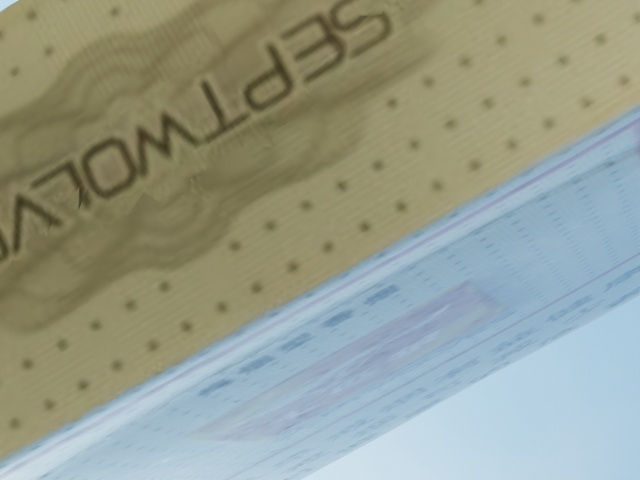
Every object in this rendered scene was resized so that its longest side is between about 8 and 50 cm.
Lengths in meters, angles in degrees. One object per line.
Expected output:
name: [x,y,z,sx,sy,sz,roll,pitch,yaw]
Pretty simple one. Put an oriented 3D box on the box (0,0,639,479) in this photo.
box: [0.001,0.000,0.494,0.210,0.330,0.095,-30,-101,8]
